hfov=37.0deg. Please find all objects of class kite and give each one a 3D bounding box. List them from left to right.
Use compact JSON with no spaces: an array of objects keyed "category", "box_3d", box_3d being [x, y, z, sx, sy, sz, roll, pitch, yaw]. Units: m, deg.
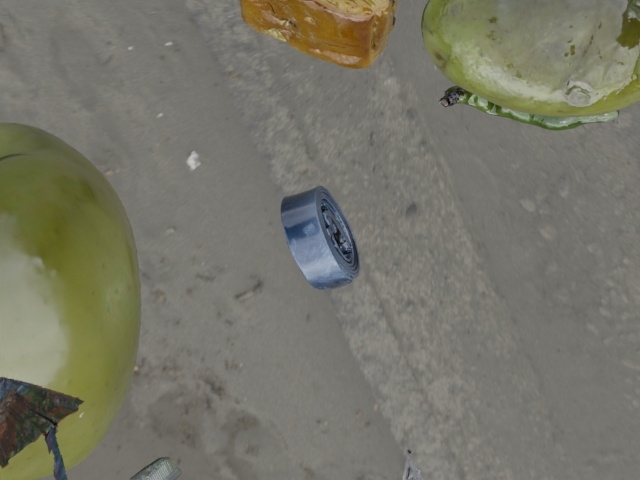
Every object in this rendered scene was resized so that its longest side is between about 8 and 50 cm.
[{"category":"kite","box_3d":[-0.178,0.123,0.466,0.183,0.160,0.010,-40,132,12]}]

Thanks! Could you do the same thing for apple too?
[{"category":"apple","box_3d":[-0.435,0.081,1.176,0.473,0.474,0.474,1,105,5]}]

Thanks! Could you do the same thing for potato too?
[{"category":"potato","box_3d":[0.216,-0.206,0.855,0.228,0.149,0.197,25,67,9]}]

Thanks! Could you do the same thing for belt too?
[{"category":"belt","box_3d":[0.000,0.000,1.616,0.082,0.141,0.190,-16,133,19]}]

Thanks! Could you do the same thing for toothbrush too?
[{"category":"toothbrush","box_3d":[-0.161,0.182,0.538,0.194,0.014,0.017,-33,104,-26]}]

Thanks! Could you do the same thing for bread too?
[{"category":"bread","box_3d":[-0.008,-0.340,1.381,0.235,0.210,0.099,21,73,2]}]

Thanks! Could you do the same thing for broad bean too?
[{"category":"broad bean","box_3d":[0.231,-0.154,1.070,0.195,0.061,0.046,7,125,8]}]

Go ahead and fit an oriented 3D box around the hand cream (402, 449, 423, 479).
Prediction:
[{"category":"hand cream","box_3d":[0.189,0.436,1.468,0.050,0.084,0.257,-23,117,33]}]
